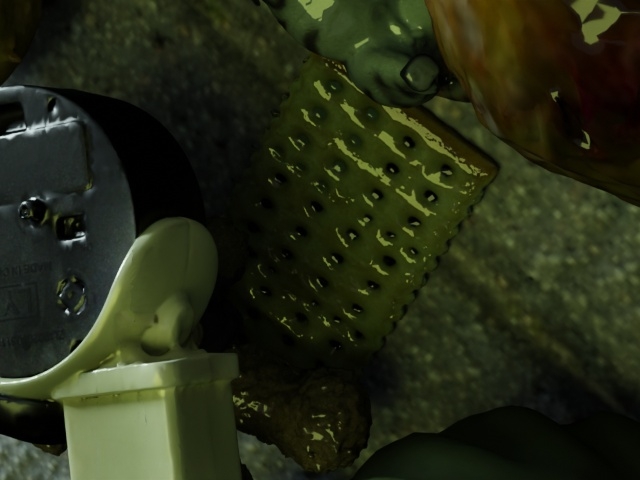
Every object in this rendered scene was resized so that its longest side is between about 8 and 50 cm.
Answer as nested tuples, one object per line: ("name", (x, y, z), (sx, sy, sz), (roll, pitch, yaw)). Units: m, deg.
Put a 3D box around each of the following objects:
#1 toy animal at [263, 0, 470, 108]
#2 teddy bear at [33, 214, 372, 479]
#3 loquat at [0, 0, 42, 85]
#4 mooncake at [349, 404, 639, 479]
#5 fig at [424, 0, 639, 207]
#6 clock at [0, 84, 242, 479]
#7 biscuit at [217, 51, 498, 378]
("toy animal", (-0.011, -0.155, 0.890), (0.255, 0.170, 0.090), (37, 83, 15))
("teddy bear", (-0.101, 0.079, 1.043), (0.251, 0.182, 0.129), (47, 164, 7))
("loquat", (-0.257, -0.160, 1.016), (0.172, 0.149, 0.204), (-48, 64, 27))
("mooncake", (0.147, 0.241, 0.856), (0.356, 0.356, 0.194), (26, 125, 16))
("fig", (0.217, -0.093, 0.763), (0.286, 0.286, 0.368), (-7, 141, 31))
("clock", (-0.228, 0.057, 0.974), (0.379, 0.120, 0.276), (-13, 83, 30))
("biscuit", (0.000, 0.000, 1.031), (0.139, 0.016, 0.231), (38, 126, 8))
